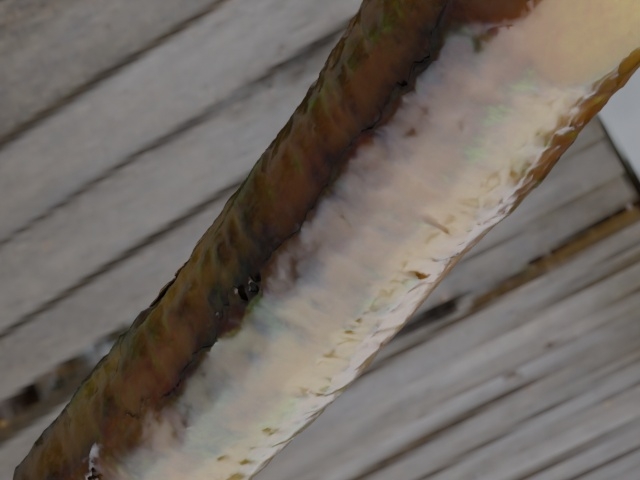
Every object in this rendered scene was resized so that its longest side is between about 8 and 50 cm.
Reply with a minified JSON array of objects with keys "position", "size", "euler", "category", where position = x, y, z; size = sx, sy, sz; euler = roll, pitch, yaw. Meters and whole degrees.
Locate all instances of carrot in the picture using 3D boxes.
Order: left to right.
[{"position":[0.000,0.000,0.449],"size":[0.070,0.070,0.260],"euler":[3,136,-48],"category":"carrot"}]
